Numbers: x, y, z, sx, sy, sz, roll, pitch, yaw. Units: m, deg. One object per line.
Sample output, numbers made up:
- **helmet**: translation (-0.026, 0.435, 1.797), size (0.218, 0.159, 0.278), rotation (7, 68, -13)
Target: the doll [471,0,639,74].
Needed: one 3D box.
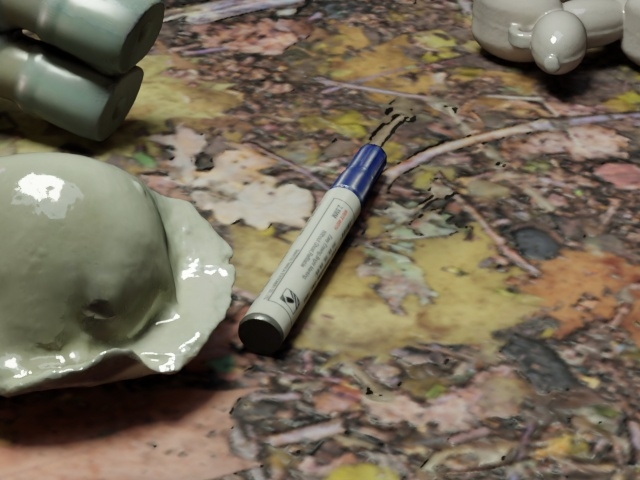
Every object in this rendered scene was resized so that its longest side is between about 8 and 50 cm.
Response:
- **doll**: translation (0.179, -0.151, 1.297), size (0.160, 0.059, 0.161), rotation (1, 33, -4)

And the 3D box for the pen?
- **pen**: translation (0.000, 0.000, 1.072), size (0.025, 0.025, 0.204), rotation (12, 32, 14)

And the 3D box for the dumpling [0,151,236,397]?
- **dumpling**: translation (-0.130, 0.024, 0.956), size (0.188, 0.108, 0.127), rotation (5, 55, -23)

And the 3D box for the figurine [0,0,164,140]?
- **figurine**: translation (-0.279, -0.189, 1.156), size (0.382, 0.224, 0.205), rotation (15, 31, 16)
